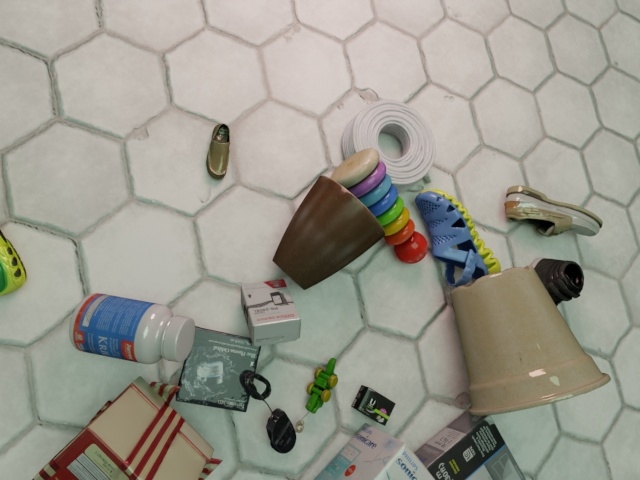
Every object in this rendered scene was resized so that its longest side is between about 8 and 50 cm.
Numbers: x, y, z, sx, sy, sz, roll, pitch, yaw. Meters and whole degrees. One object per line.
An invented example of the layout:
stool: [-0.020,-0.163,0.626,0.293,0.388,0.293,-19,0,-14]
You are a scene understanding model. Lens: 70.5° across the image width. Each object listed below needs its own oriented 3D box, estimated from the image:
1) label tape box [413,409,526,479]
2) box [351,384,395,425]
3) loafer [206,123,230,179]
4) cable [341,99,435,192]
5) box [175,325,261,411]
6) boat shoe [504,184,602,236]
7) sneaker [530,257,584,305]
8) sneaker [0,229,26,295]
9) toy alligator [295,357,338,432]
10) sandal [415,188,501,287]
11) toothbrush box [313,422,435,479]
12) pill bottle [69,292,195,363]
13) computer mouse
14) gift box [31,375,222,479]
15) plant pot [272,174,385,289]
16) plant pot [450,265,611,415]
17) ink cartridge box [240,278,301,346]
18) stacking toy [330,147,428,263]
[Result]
label tape box: [0.332,0.621,1.116,0.333,0.106,0.241,-29,88,-20]
box: [0.131,0.408,1.123,0.083,0.052,0.062,33,73,-8]
loafer: [-0.253,-0.226,1.126,0.056,0.050,0.148,3,79,-16]
cable: [0.190,-0.258,1.248,0.257,0.089,0.257,-9,83,-18]
box: [-0.227,0.286,1.015,0.155,0.093,0.158,15,77,-14]
boat shoe: [0.691,-0.062,1.360,0.302,0.113,0.103,20,76,-2]
sneaker: [0.636,0.170,1.274,0.104,0.147,0.296,32,73,-11]
sneaker: [-0.720,-0.016,0.911,0.123,0.109,0.296,-30,90,-24]
toy alligator: [-0.003,0.375,1.091,0.190,0.056,0.051,-61,140,-17]
sandal: [0.356,0.003,1.236,0.138,0.126,0.317,-36,90,-16]
toothbrush box: [0.078,0.571,0.990,0.295,0.216,0.126,-39,93,-19]
pill bottle: [-0.381,0.185,0.933,0.221,0.124,0.124,8,76,9]
computer mouse: [-0.118,0.386,1.014,0.071,0.041,0.242,-45,122,-44]
gift box: [-0.353,0.433,0.853,0.276,0.258,0.255,-39,93,0]
plant pot: [0.000,0.000,1.095,0.215,0.215,0.230,43,84,-5]
plant pot: [0.486,0.240,1.146,0.333,0.334,0.306,-10,72,-19]
ink cartridge box: [-0.117,0.163,1.042,0.109,0.150,0.063,-6,123,-19]
stacking toy: [0.170,-0.067,1.162,0.141,0.141,0.330,-46,111,-19]
